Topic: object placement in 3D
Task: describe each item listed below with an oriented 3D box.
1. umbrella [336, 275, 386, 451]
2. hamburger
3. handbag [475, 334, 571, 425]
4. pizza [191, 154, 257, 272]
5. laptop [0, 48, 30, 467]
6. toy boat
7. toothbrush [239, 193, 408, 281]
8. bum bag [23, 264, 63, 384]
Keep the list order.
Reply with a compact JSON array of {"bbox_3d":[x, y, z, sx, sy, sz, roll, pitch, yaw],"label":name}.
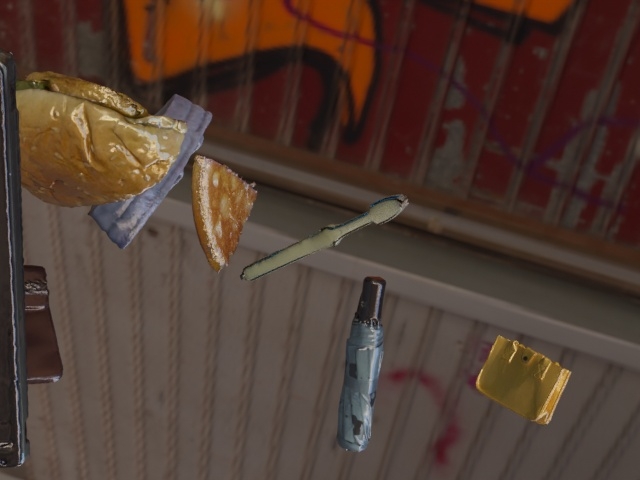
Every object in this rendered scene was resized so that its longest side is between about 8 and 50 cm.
[{"bbox_3d":[0.058,0.173,1.604,0.053,0.052,0.250,-101,-162,-78],"label":"umbrella"},{"bbox_3d":[-0.267,-0.108,1.291,0.155,0.208,0.135,32,75,-54],"label":"hamburger"},{"bbox_3d":[0.191,0.131,1.084,0.027,0.083,0.061,25,90,-42],"label":"handbag"},{"bbox_3d":[-0.097,-0.020,1.062,0.100,0.029,0.099,26,68,-58],"label":"pizza"},{"bbox_3d":[-0.215,0.014,0.530,0.026,0.154,0.207,-117,-151,-70],"label":"laptop"},{"bbox_3d":[-0.242,-0.095,1.630,0.127,0.078,0.283,-35,-159,40],"label":"toy boat"},{"bbox_3d":[-0.004,0.002,1.324,0.294,0.026,0.028,-25,180,43],"label":"toothbrush"},{"bbox_3d":[-0.328,0.083,1.197,0.026,0.109,0.159,-64,-144,38],"label":"bum bag"}]
